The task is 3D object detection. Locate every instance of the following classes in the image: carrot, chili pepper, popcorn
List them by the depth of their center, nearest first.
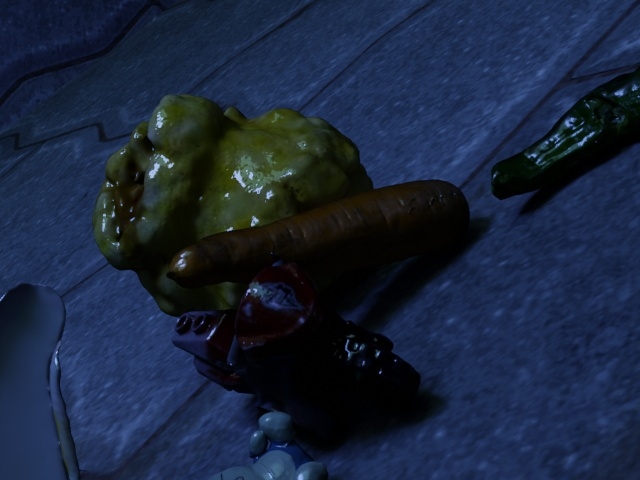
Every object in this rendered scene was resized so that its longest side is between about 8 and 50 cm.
[{"bbox_3d":[0.000,0.000,1.001,0.248,0.059,0.059,-13,7,-28],"label":"carrot"},{"bbox_3d":[0.203,-0.083,1.009,0.182,0.050,0.073,-29,25,23],"label":"chili pepper"},{"bbox_3d":[-0.073,-0.032,1.117,0.200,0.203,0.226,-42,28,-6],"label":"popcorn"}]

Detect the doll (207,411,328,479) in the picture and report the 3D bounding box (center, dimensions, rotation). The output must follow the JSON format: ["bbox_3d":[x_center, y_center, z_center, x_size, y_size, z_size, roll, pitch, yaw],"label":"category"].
[{"bbox_3d":[-0.032,0.150,0.818,0.083,0.050,0.076,-35,36,-9],"label":"doll"}]

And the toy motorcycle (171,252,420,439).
[{"bbox_3d":[-0.032,0.069,0.915,0.213,0.122,0.082,-7,46,57],"label":"toy motorcycle"}]

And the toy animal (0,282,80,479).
[{"bbox_3d":[-0.241,0.169,0.905,0.174,0.249,0.289,-7,-34,-24],"label":"toy animal"}]
